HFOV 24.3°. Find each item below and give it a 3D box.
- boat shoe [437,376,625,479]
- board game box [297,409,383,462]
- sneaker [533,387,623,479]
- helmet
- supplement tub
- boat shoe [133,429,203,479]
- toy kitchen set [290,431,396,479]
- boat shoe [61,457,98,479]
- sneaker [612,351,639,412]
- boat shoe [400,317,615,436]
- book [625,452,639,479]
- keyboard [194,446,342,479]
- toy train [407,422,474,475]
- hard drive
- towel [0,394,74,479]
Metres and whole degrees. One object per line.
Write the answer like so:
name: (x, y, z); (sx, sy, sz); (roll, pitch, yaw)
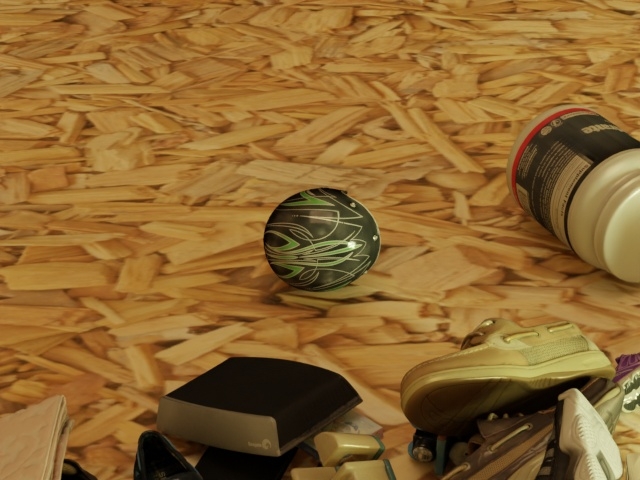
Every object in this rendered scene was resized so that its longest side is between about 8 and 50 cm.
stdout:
boat shoe: (0.234, 0.257, 1.771); (0.130, 0.132, 0.355); (33, 47, 27)
board game box: (0.018, 0.246, 1.891); (0.090, 0.020, 0.090); (-26, 33, -30)
sneaker: (0.246, 0.278, 1.618); (0.153, 0.101, 0.268); (-29, 28, 21)
helmet: (0.000, 0.000, 2.223); (0.169, 0.169, 0.161); (-11, 16, -7)
supplement tub: (0.420, -0.073, 2.227); (0.191, 0.191, 0.272); (-18, 33, -18)
boat shoe: (-0.178, 0.317, 1.767); (0.109, 0.089, 0.258); (-25, 32, -20)
toy kitchen set: (0.051, 0.337, 1.682); (0.122, 0.166, 0.207); (9, 43, -31)
boat shoe: (-0.327, 0.314, 1.841); (0.103, 0.092, 0.285); (-34, 38, -31)
sneaker: (0.433, 0.161, 1.971); (0.170, 0.068, 0.071); (-25, 30, -25)
boat shoe: (0.217, 0.161, 1.846); (0.341, 0.122, 0.110); (0, 49, -41)
book: (0.356, 0.321, 1.652); (0.035, 0.144, 0.096); (-4, 31, 5)
keyboard: (-0.087, 0.329, 1.836); (0.201, 0.033, 0.317); (2, 33, 24)
toy train: (0.178, 0.224, 1.909); (0.105, 0.080, 0.184); (11, 35, 16)
hard drive: (-0.087, 0.210, 1.935); (0.172, 0.054, 0.254); (-28, 21, -37)
towel: (-0.451, 0.348, 1.760); (0.332, 0.053, 0.317); (-24, 29, 15)
